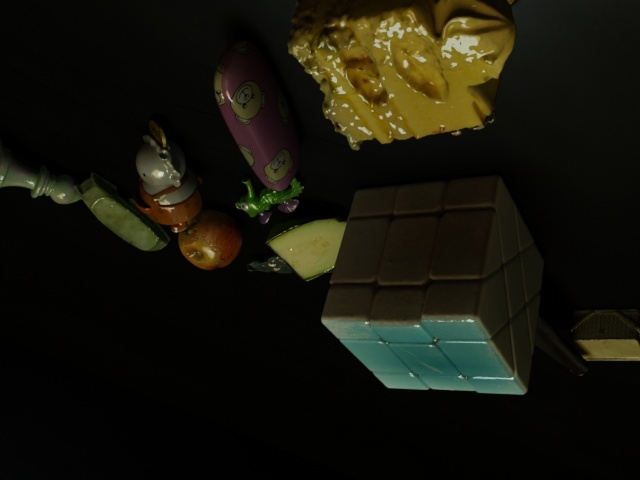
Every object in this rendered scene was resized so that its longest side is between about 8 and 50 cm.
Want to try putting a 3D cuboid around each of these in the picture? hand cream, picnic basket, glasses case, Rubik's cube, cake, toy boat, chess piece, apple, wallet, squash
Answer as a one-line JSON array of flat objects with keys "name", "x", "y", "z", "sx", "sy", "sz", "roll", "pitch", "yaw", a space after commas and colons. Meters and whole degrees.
[{"name": "hand cream", "x": -0.063, "y": 0.061, "z": 1.936, "sx": 0.248, "sy": 0.052, "sz": 0.075, "roll": -9, "pitch": 143, "yaw": 36}, {"name": "picnic basket", "x": 0.661, "y": 0.217, "z": 1.843, "sx": 0.164, "sy": 0.079, "sz": 0.115, "roll": -4, "pitch": 145, "yaw": 30}, {"name": "glasses case", "x": -0.103, "y": -0.210, "z": 1.401, "sx": 0.076, "sy": 0.123, "sz": 0.316, "roll": 8, "pitch": 151, "yaw": 23}, {"name": "Rubik's cube", "x": 0.233, "y": 0.094, "z": 1.582, "sx": 0.316, "sy": 0.318, "sz": 0.322, "roll": -3, "pitch": 146, "yaw": 31}, {"name": "cake", "x": 0.137, "y": -0.279, "z": 1.061, "sx": 0.286, "sy": 0.227, "sz": 0.222, "roll": -6, "pitch": 144, "yaw": 33}, {"name": "toy boat", "x": -0.457, "y": -0.050, "z": 1.904, "sx": 0.093, "sy": 0.055, "sz": 0.293, "roll": -34, "pitch": 136, "yaw": 9}, {"name": "chess piece", "x": -0.650, "y": -0.140, "z": 1.808, "sx": 0.272, "sy": 0.139, "sz": 0.139, "roll": 18, "pitch": 153, "yaw": -30}, {"name": "apple", "x": -0.253, "y": 0.001, "z": 1.840, "sx": 0.147, "sy": 0.146, "sz": 0.146, "roll": 11, "pitch": 151, "yaw": 6}, {"name": "wallet", "x": 0.482, "y": 0.190, "z": 1.827, "sx": 0.318, "sy": 0.045, "sz": 0.172, "roll": 43, "pitch": 177, "yaw": -38}, {"name": "squash", "x": -0.008, "y": -0.016, "z": 1.773, "sx": 0.184, "sy": 0.085, "sz": 0.192, "roll": -28, "pitch": 140, "yaw": 12}]

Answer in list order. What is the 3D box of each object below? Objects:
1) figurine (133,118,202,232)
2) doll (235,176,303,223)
[{"name": "figurine", "x": -0.311, "y": -0.132, "z": 1.655, "sx": 0.143, "sy": 0.143, "sz": 0.271, "roll": 14, "pitch": 127, "yaw": 2}, {"name": "doll", "x": -0.109, "y": -0.096, "z": 1.688, "sx": 0.190, "sy": 0.050, "sz": 0.115, "roll": -18, "pitch": 131, "yaw": 39}]
